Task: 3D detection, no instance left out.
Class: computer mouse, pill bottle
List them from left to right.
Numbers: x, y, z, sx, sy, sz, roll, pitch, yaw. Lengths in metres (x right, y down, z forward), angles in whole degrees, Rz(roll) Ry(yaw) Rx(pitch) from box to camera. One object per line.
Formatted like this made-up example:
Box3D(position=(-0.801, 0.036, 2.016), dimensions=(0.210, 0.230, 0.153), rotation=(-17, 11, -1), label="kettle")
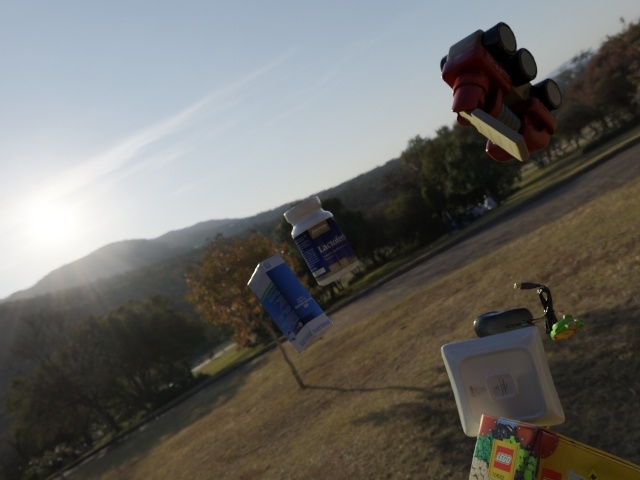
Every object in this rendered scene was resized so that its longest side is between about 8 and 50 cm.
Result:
Box3D(position=(0.000, 0.000, 1.587), dimensions=(0.153, 0.265, 0.153), rotation=(-30, -1, -1), label="pill bottle")
Box3D(position=(0.627, 0.232, 1.585), dimensions=(0.261, 0.184, 0.060), rotation=(-7, -1, 16), label="computer mouse")

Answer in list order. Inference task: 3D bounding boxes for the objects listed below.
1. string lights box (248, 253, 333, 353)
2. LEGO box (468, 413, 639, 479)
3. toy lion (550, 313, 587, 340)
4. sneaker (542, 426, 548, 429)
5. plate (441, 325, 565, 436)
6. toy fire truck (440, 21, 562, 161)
Box3D(position=(-0.092, 0.183, 1.412), dimensions=(0.076, 0.260, 0.133), rotation=(-28, -18, -38), label="string lights box")
Box3D(position=(0.619, 0.708, 1.247), dimensions=(0.193, 0.500, 0.373), rotation=(-18, 49, 62), label="LEGO box")
Box3D(position=(0.686, 0.249, 1.375), dimensions=(0.100, 0.034, 0.096), rotation=(21, -50, -34), label="toy lion")
Box3D(position=(0.835, 0.633, 1.797), dimensions=(0.121, 0.079, 0.217), rotation=(-47, -31, 10), label="sneaker")
Box3D(position=(0.508, 0.406, 1.381), dimensions=(0.277, 0.278, 0.045), rotation=(-16, -2, 18), label="plate")
Box3D(position=(0.298, -0.198, 0.797), dimensions=(0.158, 0.217, 0.246), rotation=(-16, 48, 51), label="toy fire truck")
